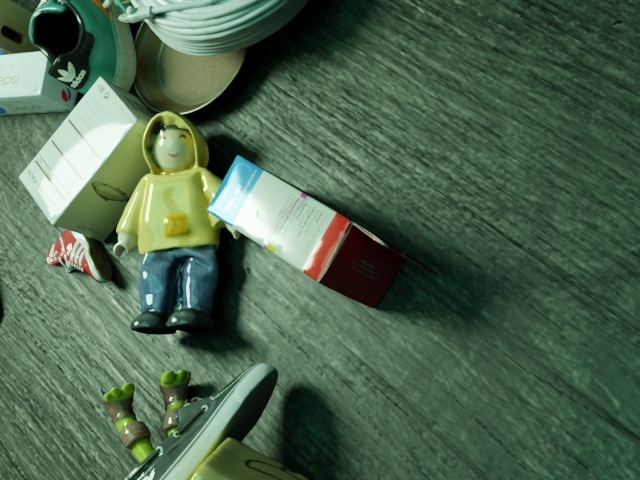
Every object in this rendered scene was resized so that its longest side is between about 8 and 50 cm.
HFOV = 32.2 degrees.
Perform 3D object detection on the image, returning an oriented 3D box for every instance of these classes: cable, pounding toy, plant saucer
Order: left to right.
[{"bbox_3d":[-0.513,-0.312,1.647,0.130,0.141,0.100,12,83,33],"label":"pounding toy"},{"bbox_3d":[-0.167,-0.256,1.484,0.198,0.036,0.199,-9,72,29],"label":"plant saucer"},{"bbox_3d":[-0.121,-0.353,1.415,0.257,0.089,0.257,8,63,19],"label":"cable"}]

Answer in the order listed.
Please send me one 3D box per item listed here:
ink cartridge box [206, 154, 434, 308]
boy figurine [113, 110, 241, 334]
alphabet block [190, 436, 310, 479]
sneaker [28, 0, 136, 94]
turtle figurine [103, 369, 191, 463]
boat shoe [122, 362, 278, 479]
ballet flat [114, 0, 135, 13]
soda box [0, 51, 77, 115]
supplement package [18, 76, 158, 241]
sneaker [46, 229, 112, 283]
[{"bbox_3d":[0.000,0.000,1.248,0.231,0.134,0.078,32,92,34],"label":"ink cartridge box"},{"bbox_3d":[-0.171,-0.026,1.380,0.177,0.092,0.285,-2,78,14],"label":"boy figurine"},{"bbox_3d":[-0.065,0.338,1.116,0.197,0.192,0.193,28,89,3],"label":"alphabet block"},{"bbox_3d":[-0.347,-0.325,1.544,0.108,0.121,0.302,-46,49,30],"label":"sneaker"},{"bbox_3d":[-0.166,0.265,1.301,0.269,0.087,0.217,-20,60,1],"label":"turtle figurine"},{"bbox_3d":[-0.139,0.215,1.237,0.076,0.080,0.228,30,65,21],"label":"boat shoe"},{"bbox_3d":[-0.246,-0.397,1.536,0.070,0.070,0.188,-6,61,30],"label":"ballet flat"},{"bbox_3d":[-0.458,-0.228,1.629,0.216,0.074,0.069,1,76,31],"label":"soda box"},{"bbox_3d":[-0.291,-0.105,1.473,0.179,0.105,0.105,-49,59,11],"label":"supplement package"},{"bbox_3d":[-0.326,0.031,1.492,0.067,0.042,0.118,-43,51,9],"label":"sneaker"}]
